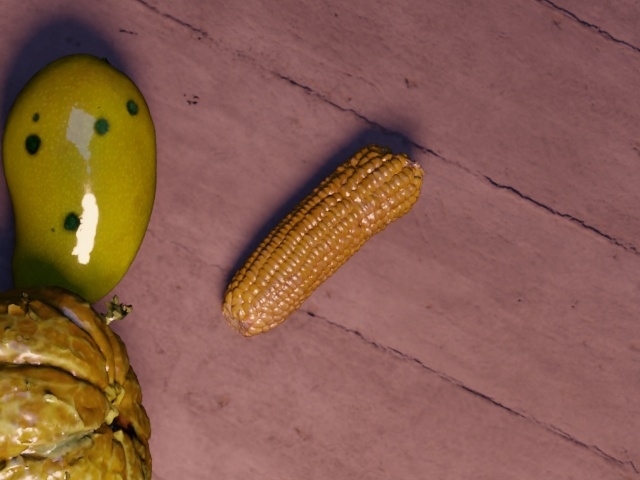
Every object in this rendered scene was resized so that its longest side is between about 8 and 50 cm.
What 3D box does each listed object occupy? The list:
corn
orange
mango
[{"bbox_3d":[0.000,0.000,1.809,0.101,0.101,0.292,45,77,-2],"label":"corn"},{"bbox_3d":[-0.297,0.200,1.589,0.223,0.300,0.301,-15,94,18],"label":"orange"},{"bbox_3d":[-0.272,-0.063,1.734,0.175,0.143,0.293,6,88,-11],"label":"mango"}]
